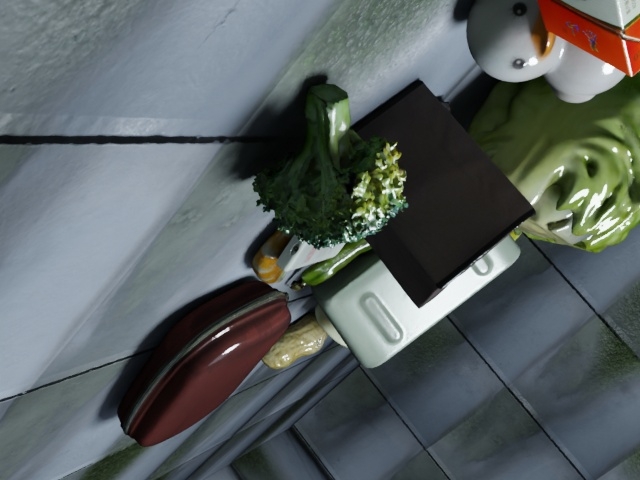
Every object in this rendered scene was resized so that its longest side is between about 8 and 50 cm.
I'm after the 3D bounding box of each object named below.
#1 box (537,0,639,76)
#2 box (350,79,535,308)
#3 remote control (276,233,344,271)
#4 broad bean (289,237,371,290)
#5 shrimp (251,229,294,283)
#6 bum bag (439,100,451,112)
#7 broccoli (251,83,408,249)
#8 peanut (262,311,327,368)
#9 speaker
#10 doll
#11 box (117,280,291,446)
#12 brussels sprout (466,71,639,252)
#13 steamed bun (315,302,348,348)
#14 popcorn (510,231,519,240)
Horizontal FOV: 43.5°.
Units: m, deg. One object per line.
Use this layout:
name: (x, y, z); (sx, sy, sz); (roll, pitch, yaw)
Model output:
box: (0.255, -0.281, 0.797); (0.035, 0.139, 0.245); (-39, 139, -3)
box: (0.146, -0.061, 1.155); (0.188, 0.252, 0.153); (-37, 167, -12)
remote control: (0.000, 0.000, 1.287); (0.087, 0.029, 0.190); (-56, 163, 22)
broad bean: (0.069, 0.002, 1.571); (0.318, 0.056, 0.098); (-33, -166, -2)
shrimp: (-0.044, -0.002, 1.303); (0.166, 0.049, 0.161); (-44, 166, -14)
bum bag: (0.166, -0.176, 1.294); (0.058, 0.034, 0.124); (1, 140, -48)
broccoli: (0.011, -0.093, 0.960); (0.194, 0.219, 0.194); (-8, 125, -11)
peanut: (-0.055, 0.238, 1.923); (0.214, 0.099, 0.099); (-22, 158, -35)
speaker: (0.185, 0.058, 1.640); (0.406, 0.184, 0.183); (-37, -159, 0)
doll: (0.292, -0.280, 1.050); (0.221, 0.221, 0.251); (-44, -167, 18)
box: (-0.211, 0.223, 1.426); (0.263, 0.108, 0.404); (-25, 160, -46)
brussels sprout: (0.452, -0.179, 1.428); (0.361, 0.343, 0.425); (-62, 169, 0)
steamed bun: (0.106, 0.144, 1.885); (0.200, 0.154, 0.250); (-47, 158, 16)
popcorn: (0.353, -0.032, 1.843); (0.235, 0.216, 0.181); (-28, 169, 0)
